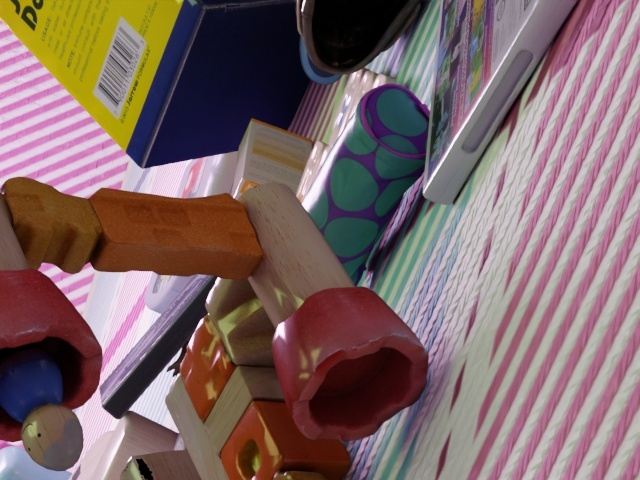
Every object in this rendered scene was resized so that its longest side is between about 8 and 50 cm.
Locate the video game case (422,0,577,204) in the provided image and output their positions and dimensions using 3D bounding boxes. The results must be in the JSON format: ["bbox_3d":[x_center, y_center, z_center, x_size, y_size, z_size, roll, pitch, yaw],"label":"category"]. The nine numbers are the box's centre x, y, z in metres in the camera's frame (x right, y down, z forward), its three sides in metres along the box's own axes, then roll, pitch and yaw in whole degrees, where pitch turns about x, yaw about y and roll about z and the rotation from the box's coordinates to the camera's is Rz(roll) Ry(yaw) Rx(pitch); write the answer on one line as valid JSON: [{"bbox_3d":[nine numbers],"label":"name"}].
[{"bbox_3d":[0.113,-0.150,1.191,0.183,0.023,0.201,119,164,-44],"label":"video game case"}]

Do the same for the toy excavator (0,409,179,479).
[{"bbox_3d":[-0.280,0.307,1.991,0.445,0.222,0.433,-60,14,14],"label":"toy excavator"}]

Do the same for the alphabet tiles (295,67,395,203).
[{"bbox_3d":[0.000,0.000,1.513,0.284,0.021,0.278,-136,66,-79],"label":"alphabet tiles"}]

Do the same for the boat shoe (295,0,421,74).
[{"bbox_3d":[0.061,-0.246,1.411,0.355,0.132,0.130,109,165,-58],"label":"boat shoe"}]

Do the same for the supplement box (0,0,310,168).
[{"bbox_3d":[-0.179,-0.263,1.912,0.356,0.194,0.195,45,128,28],"label":"supplement box"}]

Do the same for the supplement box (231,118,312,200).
[{"bbox_3d":[-0.044,-0.060,1.733,0.098,0.062,0.036,-84,17,-53],"label":"supplement box"}]

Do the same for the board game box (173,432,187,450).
[{"bbox_3d":[-0.059,0.156,1.394,0.243,0.042,0.165,-119,45,-69],"label":"board game box"}]

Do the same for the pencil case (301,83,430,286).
[{"bbox_3d":[0.028,-0.031,1.300,0.064,0.070,0.152,60,138,28],"label":"pencil case"}]

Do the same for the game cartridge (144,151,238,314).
[{"bbox_3d":[-0.134,-0.010,2.154,0.294,0.060,0.196,146,137,-74],"label":"game cartridge"}]

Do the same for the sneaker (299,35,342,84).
[{"bbox_3d":[0.021,-0.200,1.677,0.059,0.053,0.144,-104,33,-68],"label":"sneaker"}]

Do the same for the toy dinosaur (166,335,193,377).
[{"bbox_3d":[-0.109,0.092,1.832,0.093,0.053,0.183,-80,13,-47],"label":"toy dinosaur"}]

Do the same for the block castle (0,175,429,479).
[{"bbox_3d":[-0.153,0.185,1.150,0.453,0.303,0.213,-61,42,31],"label":"block castle"}]

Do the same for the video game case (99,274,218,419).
[{"bbox_3d":[-0.141,0.082,1.856,0.196,0.026,0.274,-50,6,-5],"label":"video game case"}]
